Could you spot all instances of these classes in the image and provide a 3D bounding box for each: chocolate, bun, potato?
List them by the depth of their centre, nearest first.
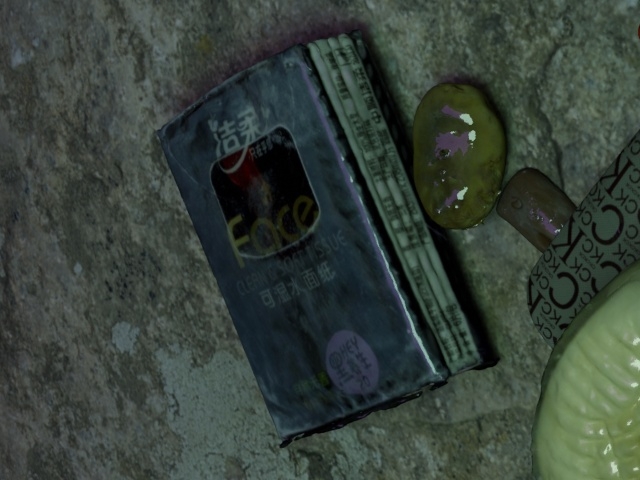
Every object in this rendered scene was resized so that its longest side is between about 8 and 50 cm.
[{"bbox_3d":[0.351,0.169,1.504,0.364,0.202,0.364,16,112,45],"label":"bun"},{"bbox_3d":[0.203,-0.018,1.739,0.100,0.031,0.064,45,131,21],"label":"chocolate"},{"bbox_3d":[0.130,-0.079,1.759,0.092,0.070,0.138,5,97,33],"label":"potato"}]

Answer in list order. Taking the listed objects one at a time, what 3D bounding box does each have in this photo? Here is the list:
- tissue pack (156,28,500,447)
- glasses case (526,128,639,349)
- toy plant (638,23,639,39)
[{"bbox_3d":[0.000,0.000,1.863,0.259,0.122,0.361,-24,87,45],"label":"tissue pack"},{"bbox_3d":[0.303,-0.021,1.612,0.137,0.085,0.354,49,127,19],"label":"glasses case"},{"bbox_3d":[0.408,-0.212,1.392,0.400,0.185,0.279,0,136,38],"label":"toy plant"}]
